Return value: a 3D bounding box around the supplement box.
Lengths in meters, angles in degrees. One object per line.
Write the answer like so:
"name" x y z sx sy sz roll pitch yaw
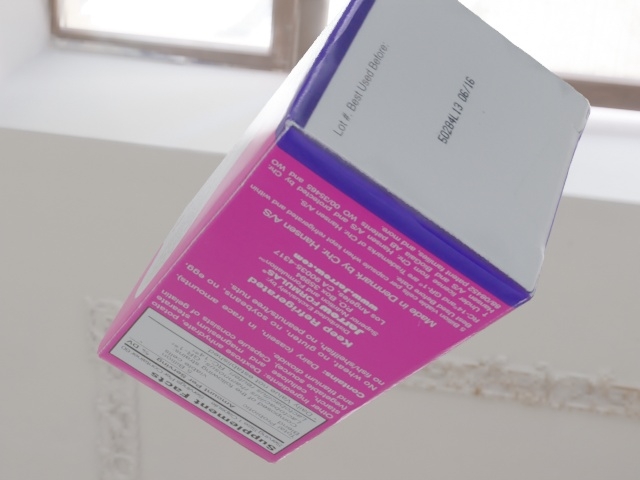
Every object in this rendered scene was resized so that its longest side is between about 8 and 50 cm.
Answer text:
"supplement box" 0.000 0.000 0.469 0.220 0.114 0.111 -42 17 51
